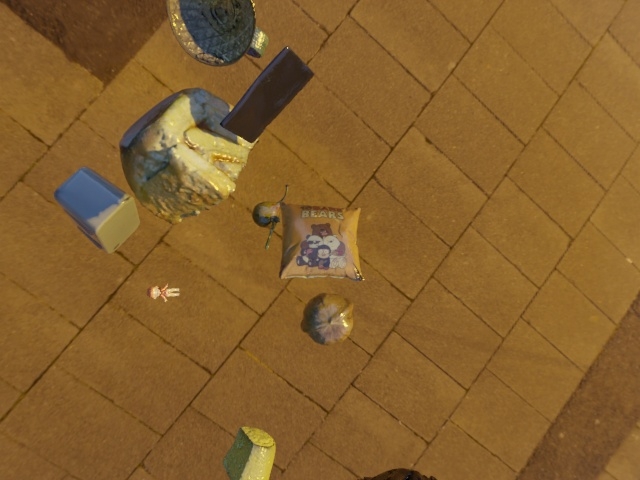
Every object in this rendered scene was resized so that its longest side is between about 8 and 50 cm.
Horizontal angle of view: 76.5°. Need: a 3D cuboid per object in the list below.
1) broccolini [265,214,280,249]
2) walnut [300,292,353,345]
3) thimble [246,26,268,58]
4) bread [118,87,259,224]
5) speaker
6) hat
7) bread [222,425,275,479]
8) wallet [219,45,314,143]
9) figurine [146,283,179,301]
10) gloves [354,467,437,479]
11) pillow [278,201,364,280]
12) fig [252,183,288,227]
[{"bbox_3d":[-0.217,-0.041,1.828,0.054,0.052,0.194,18,127,2],"label":"broccolini"},{"bbox_3d":[0.033,0.345,1.823,0.282,0.283,0.228,-26,93,-10],"label":"walnut"},{"bbox_3d":[-0.288,-0.826,1.681,0.135,0.118,0.090,24,92,3],"label":"thimble"},{"bbox_3d":[-0.349,-0.268,1.102,0.264,0.239,0.396,44,41,-29],"label":"bread"},{"bbox_3d":[-0.797,-0.099,1.471,0.184,0.406,0.183,40,67,-7],"label":"speaker"},{"bbox_3d":[-0.160,-0.358,0.640,0.145,0.067,0.146,7,125,10],"label":"hat"},{"bbox_3d":[-0.174,0.552,1.033,0.111,0.129,0.115,23,84,-40],"label":"bread"},{"bbox_3d":[-0.131,-0.350,0.994,0.244,0.124,0.025,-43,64,17],"label":"wallet"},{"bbox_3d":[-0.556,0.184,1.436,0.109,0.047,0.064,5,86,-37],"label":"figurine"},{"bbox_3d":[0.106,0.433,0.681,0.180,0.129,0.106,32,50,-22],"label":"gloves"},{"bbox_3d":[0.000,0.000,1.480,0.309,0.119,0.313,1,63,-2],"label":"pillow"},{"bbox_3d":[-0.214,-0.161,1.863,0.124,0.124,0.236,43,98,-10],"label":"fig"}]
